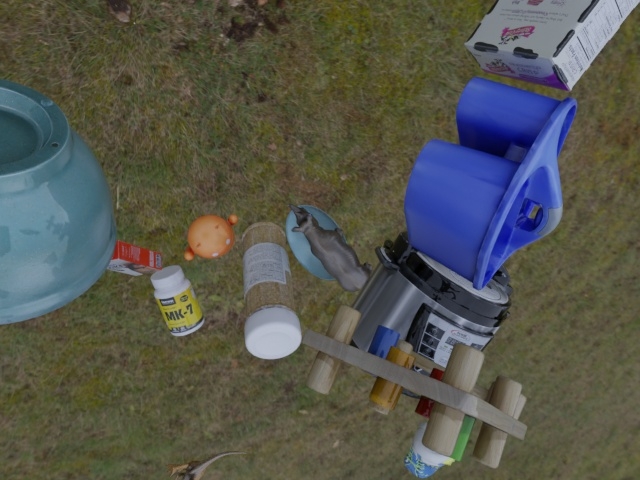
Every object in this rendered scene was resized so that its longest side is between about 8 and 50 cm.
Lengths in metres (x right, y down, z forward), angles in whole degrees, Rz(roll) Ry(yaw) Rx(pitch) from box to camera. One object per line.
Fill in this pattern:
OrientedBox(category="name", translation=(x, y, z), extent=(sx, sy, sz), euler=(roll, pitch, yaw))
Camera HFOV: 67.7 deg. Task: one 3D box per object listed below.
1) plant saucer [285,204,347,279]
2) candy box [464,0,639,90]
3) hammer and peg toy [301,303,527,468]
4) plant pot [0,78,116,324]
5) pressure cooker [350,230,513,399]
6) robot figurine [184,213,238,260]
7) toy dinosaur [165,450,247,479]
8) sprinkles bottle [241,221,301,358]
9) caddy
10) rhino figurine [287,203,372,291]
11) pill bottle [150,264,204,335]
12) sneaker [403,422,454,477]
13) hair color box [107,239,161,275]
OrientedBox(category="plant saucer", translation=(0.000, 0.000, 1.125), extent=(0.037, 0.195, 0.195), euler=(-32, 126, -39))
OrientedBox(category="candy box", translation=(0.331, -0.328, 0.636), extent=(0.071, 0.159, 0.233), euler=(32, 99, -38))
OrientedBox(category="hammer and peg toy", translation=(0.157, 0.226, 0.712), extent=(0.361, 0.266, 0.127), euler=(38, 71, -47))
OrientedBox(category="plant pot", translation=(-0.404, -0.072, 0.588), extent=(0.293, 0.293, 0.196), euler=(5, 139, -23))
OrientedBox(category="pressure cooker", translation=(0.298, 0.167, 1.309), extent=(0.370, 0.375, 0.420), euler=(-4, 129, -59))
OrientedBox(category="robot figurine", translation=(-0.316, -0.009, 1.383), extent=(0.158, 0.219, 0.128), euler=(-2, 89, -7))
OrientedBox(category="toy dinosaur", translation=(-0.267, 0.491, 1.023), extent=(0.112, 0.064, 0.211), euler=(7, 135, -51))
OrientedBox(category="sprinkles bottle", translation=(-0.125, 0.104, 1.136), extent=(0.121, 0.355, 0.121), euler=(-6, 131, -7))
OrientedBox(category="caddy", translation=(0.257, -0.067, 0.690), extent=(0.241, 0.179, 0.341), euler=(-54, 156, -11))
OrientedBox(category="rhino figurine", translation=(0.017, 0.011, 0.994), extent=(0.073, 0.106, 0.243), euler=(-39, 103, 18))
OrientedBox(category="pill bottle", translation=(-0.467, 0.194, 1.552), extent=(0.119, 0.119, 0.208), euler=(-20, 113, -12))
OrientedBox(category="sneaker", translation=(0.216, 0.432, 0.948), extent=(0.126, 0.091, 0.240), euler=(-57, 150, 6))
OrientedBox(category="hair color box", translation=(-0.509, 0.050, 1.258), extent=(0.093, 0.053, 0.167), euler=(-12, 164, 18))
